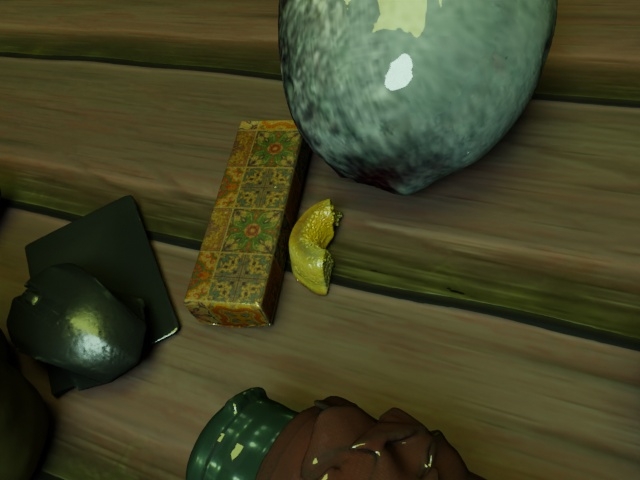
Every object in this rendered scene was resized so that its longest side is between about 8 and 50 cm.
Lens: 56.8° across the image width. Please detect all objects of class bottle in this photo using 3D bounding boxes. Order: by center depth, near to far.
[{"bbox_3d":[0.042,0.185,0.358,0.271,0.143,0.156,21,104,25],"label":"bottle"}]

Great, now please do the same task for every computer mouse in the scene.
[{"bbox_3d":[-0.233,0.072,0.547,0.172,0.057,0.099,22,73,27],"label":"computer mouse"}]

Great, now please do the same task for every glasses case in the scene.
[{"bbox_3d":[-0.064,-0.023,0.582,0.075,0.049,0.218,2,58,14],"label":"glasses case"}]

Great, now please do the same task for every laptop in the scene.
[{"bbox_3d":[-0.228,0.048,0.607,0.135,0.016,0.197,-27,55,-3],"label":"laptop"}]

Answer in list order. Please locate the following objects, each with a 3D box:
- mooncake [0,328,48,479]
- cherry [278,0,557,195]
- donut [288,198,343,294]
[{"bbox_3d":[-0.417,0.185,0.466,0.379,0.200,0.378,-9,50,11],"label":"mooncake"},{"bbox_3d":[0.083,-0.190,0.550,0.255,0.218,0.296,1,71,13],"label":"cherry"},{"bbox_3d":[0.000,0.000,0.554,0.067,0.038,0.083,31,72,35],"label":"donut"}]
